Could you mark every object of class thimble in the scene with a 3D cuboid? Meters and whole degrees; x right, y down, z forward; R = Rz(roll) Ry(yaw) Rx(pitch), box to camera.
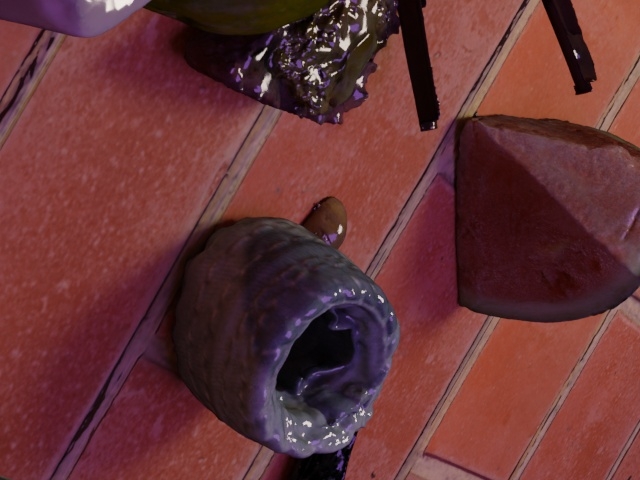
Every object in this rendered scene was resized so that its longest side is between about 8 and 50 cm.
[{"bbox_3d":[-0.039,0.099,1.897,0.205,0.172,0.250,-44,143,-17],"label":"thimble"}]

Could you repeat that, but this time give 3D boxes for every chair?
[{"bbox_3d":[0.152,-0.288,1.861,0.175,0.183,0.327,13,65,-86],"label":"chair"}]

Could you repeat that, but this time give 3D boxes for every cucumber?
[{"bbox_3d":[0.006,0.234,2.178,0.078,0.062,0.211,-76,-178,-79],"label":"cucumber"}]

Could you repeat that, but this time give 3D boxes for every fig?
[{"bbox_3d":[-0.067,-0.243,1.573,0.233,0.167,0.167,-43,145,-31],"label":"fig"}]

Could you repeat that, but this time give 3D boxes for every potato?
[{"bbox_3d":[0.000,-0.001,1.989,0.093,0.036,0.037,-60,152,2],"label":"potato"}]

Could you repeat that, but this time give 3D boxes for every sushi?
[{"bbox_3d":[-0.016,-0.198,1.744,0.241,0.107,0.161,16,98,-58],"label":"sushi"}]

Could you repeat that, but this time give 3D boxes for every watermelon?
[{"bbox_3d":[0.267,-0.015,2.224,0.292,0.283,0.250,5,98,-29],"label":"watermelon"}]

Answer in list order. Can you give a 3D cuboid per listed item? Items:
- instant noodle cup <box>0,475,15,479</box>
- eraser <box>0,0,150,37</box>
[{"bbox_3d":[-0.314,0.322,1.592,0.311,0.311,0.222,16,91,-58],"label":"instant noodle cup"},{"bbox_3d":[-0.135,-0.321,1.384,0.331,0.150,0.331,-40,137,-52],"label":"eraser"}]
